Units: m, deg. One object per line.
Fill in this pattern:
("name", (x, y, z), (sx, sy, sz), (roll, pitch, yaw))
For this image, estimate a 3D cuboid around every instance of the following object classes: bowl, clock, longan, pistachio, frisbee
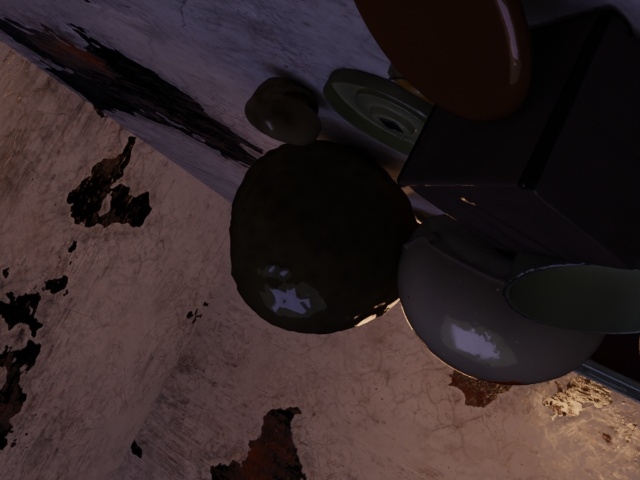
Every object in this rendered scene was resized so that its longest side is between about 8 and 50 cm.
("bowl", (0.314, 0.020, 0.955), (0.211, 0.112, 0.211), (9, 158, 4))
("clock", (0.110, -0.183, 1.295), (0.235, 0.029, 0.235), (28, 174, 3))
("longan", (0.000, 0.000, 1.672), (0.391, 0.391, 0.391), (28, 174, 3))
("pistachio", (-0.057, -0.212, 1.445), (0.113, 0.113, 0.149), (23, 171, 41))
("frisbee", (0.091, -0.208, 0.748), (0.251, 0.021, 0.251), (50, 166, 18))

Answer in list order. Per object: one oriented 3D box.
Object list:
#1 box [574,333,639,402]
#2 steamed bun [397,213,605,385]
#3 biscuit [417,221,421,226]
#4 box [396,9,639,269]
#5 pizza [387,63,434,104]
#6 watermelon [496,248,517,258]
("box", (0.601, 0.209, 1.721), (0.294, 0.167, 0.193), (24, 174, 31))
("steamed bun", (0.305, 0.117, 1.498), (0.374, 0.241, 0.374), (16, -166, -4))
("biscuit", (0.317, 0.056, 1.964), (0.355, 0.052, 0.275), (32, -171, -8))
("box", (0.218, -0.093, 0.846), (0.153, 0.188, 0.252), (31, 171, -20))
("pizza", (0.157, -0.185, 1.023), (0.178, 0.041, 0.131), (26, 176, 23))
("watermelon", (0.316, -0.026, 1.368), (0.105, 0.105, 0.133), (30, -171, -19))
